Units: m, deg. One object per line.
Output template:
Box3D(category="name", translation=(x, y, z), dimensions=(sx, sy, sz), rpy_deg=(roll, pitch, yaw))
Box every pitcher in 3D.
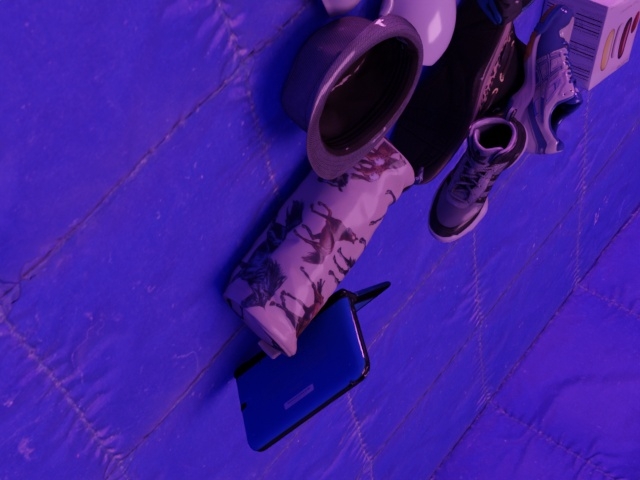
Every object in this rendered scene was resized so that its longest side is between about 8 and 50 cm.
Box3D(category="pitcher", translation=(0.142, -0.394, 1.745), dimensions=(0.177, 0.125, 0.207), rpy_deg=(0, 109, -35))

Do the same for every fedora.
Box3D(category="fedora", translation=(0.033, -0.243, 1.681), dimensions=(0.275, 0.124, 0.244), rpy_deg=(-50, 151, -7))

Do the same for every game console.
Box3D(category="game console", translation=(0.005, 0.221, 1.935), dimensions=(0.173, 0.250, 0.293), rpy_deg=(24, 128, -39))

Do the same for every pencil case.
Box3D(category="pencil case", translation=(0.000, 0.000, 1.831), dimensions=(0.410, 0.160, 0.183), rpy_deg=(-54, 140, -11))

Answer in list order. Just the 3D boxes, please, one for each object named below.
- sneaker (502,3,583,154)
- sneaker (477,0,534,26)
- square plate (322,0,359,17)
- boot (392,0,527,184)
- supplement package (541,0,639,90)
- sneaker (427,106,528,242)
Box3D(category="sneaker", translation=(0.448, -0.300, 2.061), dimensions=(0.112, 0.131, 0.297), rpy_deg=(20, 87, -60))
Box3D(category="sneaker", translation=(0.325, -0.489, 1.753), dimensions=(0.139, 0.125, 0.341), rpy_deg=(-35, 164, -8))
Box3D(category="square plate", translation=(0.098, -0.476, 1.496), dimensions=(0.344, 0.049, 0.347), rpy_deg=(-62, 178, 5))
Box3D(category="boot", translation=(0.293, -0.261, 2.099), dimensions=(0.284, 0.138, 0.377), rpy_deg=(17, 97, -62))
Box3D(category="supplement package", translation=(0.585, -0.470, 2.353), dimensions=(0.194, 0.149, 0.203), rpy_deg=(-36, 144, -38))
Box3D(category="sneaker", translation=(0.275, -0.125, 1.953), dimensions=(0.269, 0.101, 0.153), rpy_deg=(-54, 163, -4))
